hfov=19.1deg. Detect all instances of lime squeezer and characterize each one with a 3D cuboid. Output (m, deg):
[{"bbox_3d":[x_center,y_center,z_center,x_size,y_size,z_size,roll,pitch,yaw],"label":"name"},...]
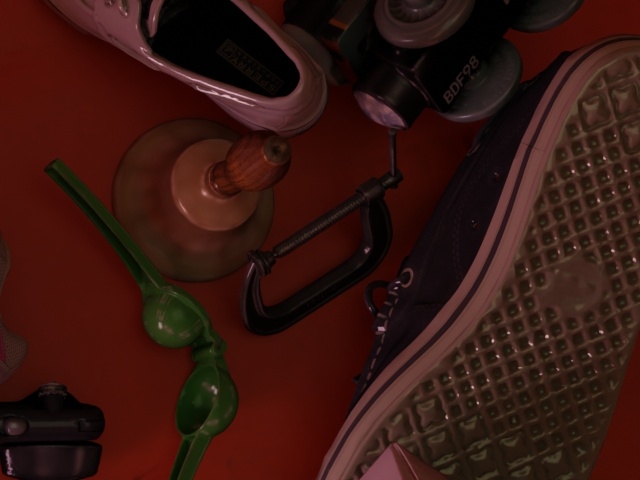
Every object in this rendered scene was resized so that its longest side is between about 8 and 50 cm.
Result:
[{"bbox_3d":[-0.120,0.087,1.384,0.110,0.059,0.310,-12,86,-24],"label":"lime squeezer"}]

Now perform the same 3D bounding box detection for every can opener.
[{"bbox_3d":[-0.243,0.131,1.344,0.186,0.059,0.073,6,82,-16],"label":"can opener"}]

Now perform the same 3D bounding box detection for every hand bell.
[{"bbox_3d":[-0.064,-0.045,1.324,0.126,0.242,0.126,2,83,-15],"label":"hand bell"}]

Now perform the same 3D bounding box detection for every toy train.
[{"bbox_3d":[0.107,-0.234,1.436,0.334,0.190,0.142,-54,139,-10],"label":"toy train"}]

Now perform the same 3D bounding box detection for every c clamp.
[{"bbox_3d":[0.000,0.000,1.411,0.161,0.137,0.022,-37,56,-13],"label":"c clamp"}]

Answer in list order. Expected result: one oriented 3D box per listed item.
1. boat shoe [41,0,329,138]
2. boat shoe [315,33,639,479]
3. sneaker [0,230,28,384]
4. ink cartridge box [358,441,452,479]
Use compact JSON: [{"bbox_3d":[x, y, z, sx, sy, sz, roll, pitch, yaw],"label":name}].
[{"bbox_3d":[-0.113,-0.166,1.372,0.267,0.088,0.096,39,84,11],"label":"boat shoe"},{"bbox_3d":[0.128,0.077,1.417,0.187,0.156,0.500,26,92,-17],"label":"boat shoe"},{"bbox_3d":[-0.281,0.007,1.335,0.111,0.103,0.252,-9,77,-40],"label":"sneaker"},{"bbox_3d":[0.099,0.301,1.329,0.278,0.117,0.201,36,101,-23],"label":"ink cartridge box"}]
